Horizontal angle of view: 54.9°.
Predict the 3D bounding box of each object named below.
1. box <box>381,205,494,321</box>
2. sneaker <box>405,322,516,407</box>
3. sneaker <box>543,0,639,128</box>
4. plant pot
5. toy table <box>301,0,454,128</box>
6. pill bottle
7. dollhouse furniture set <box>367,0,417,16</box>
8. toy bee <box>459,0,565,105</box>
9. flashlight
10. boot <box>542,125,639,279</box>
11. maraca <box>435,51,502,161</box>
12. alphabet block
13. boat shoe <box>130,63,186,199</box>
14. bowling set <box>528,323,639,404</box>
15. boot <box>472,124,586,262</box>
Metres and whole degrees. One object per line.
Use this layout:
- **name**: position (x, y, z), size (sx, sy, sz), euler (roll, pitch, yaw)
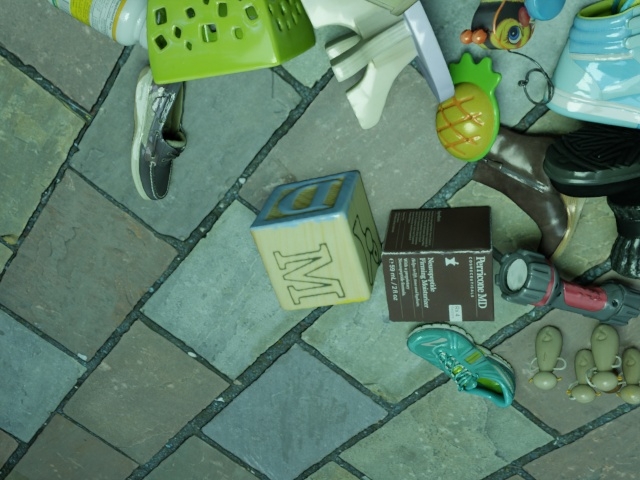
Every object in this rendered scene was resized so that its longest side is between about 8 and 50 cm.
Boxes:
- **box**: position (0.234, 0.046, 1.212), size (0.203, 0.167, 0.169), euler (-2, 121, 15)
- **sneaker**: position (0.318, 0.276, 1.371), size (0.275, 0.110, 0.107), euler (27, 124, -3)
- **sneaker**: position (0.532, -0.284, 0.958), size (0.318, 0.127, 0.208), euler (8, 124, 8)
- **plant pot**: position (-0.154, -0.391, 1.009), size (0.227, 0.228, 0.207), euler (-3, 115, 17)
- **toy table**: position (0.088, -0.320, 0.991), size (0.160, 0.252, 0.274), euler (-26, 102, 9)
- **pill bottle**: position (-0.367, -0.423, 1.099), size (0.208, 0.118, 0.118), euler (29, 124, -5)
- **dollhouse furniture set**: position (0.065, -0.514, 0.708), size (0.256, 0.362, 0.395), euler (17, 87, -15)
- **toy bee**: position (0.289, -0.353, 0.926), size (0.195, 0.162, 0.299), euler (-14, 93, 64)
- **flashlight**: position (0.479, 0.093, 1.167), size (0.303, 0.103, 0.103), euler (13, 95, -22)
- **boot**: position (0.509, -0.052, 1.033), size (0.347, 0.131, 0.260), euler (-10, 123, -18)
- **maraca**: position (0.259, -0.228, 1.073), size (0.127, 0.099, 0.186), euler (27, 125, 38)
- **alphabet block**: position (0.000, 0.000, 1.232), size (0.193, 0.192, 0.197), euler (-8, 118, 21)
- **boat shoe**: position (-0.316, -0.203, 1.237), size (0.092, 0.103, 0.285), euler (15, 118, 10)
- **bowling set**: position (0.596, 0.283, 1.263), size (0.286, 0.154, 0.200), euler (-13, 125, 34)
- **boot**: position (0.387, -0.087, 1.159), size (0.206, 0.090, 0.249), euler (20, 126, 16)
